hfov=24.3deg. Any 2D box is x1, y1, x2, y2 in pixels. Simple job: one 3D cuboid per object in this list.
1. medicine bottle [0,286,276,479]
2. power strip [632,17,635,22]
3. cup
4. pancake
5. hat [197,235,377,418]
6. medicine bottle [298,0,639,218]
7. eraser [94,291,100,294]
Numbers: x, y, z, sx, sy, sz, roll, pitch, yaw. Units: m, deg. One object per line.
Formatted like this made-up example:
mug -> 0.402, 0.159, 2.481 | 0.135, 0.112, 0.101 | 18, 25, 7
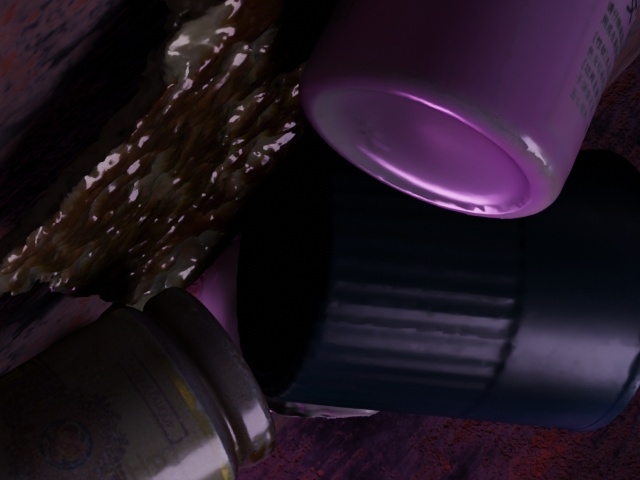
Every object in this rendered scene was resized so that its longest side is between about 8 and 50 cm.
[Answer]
medicine bottle -> -0.198, 0.168, 0.996 | 0.322, 0.151, 0.151 | -31, 165, -18
power strip -> 0.316, -0.265, 1.977 | 0.385, 0.091, 0.062 | -35, 162, -54
cup -> 0.102, 0.001, 1.219 | 0.242, 0.292, 0.308 | -124, -137, -61
pancake -> -0.094, -0.060, 1.014 | 0.305, 0.067, 0.427 | -46, 170, -6
hat -> 0.003, 0.004, 1.408 | 0.168, 0.258, 0.301 | 5, 110, -43
medicine bottle -> 0.120, -0.177, 0.955 | 0.178, 0.178, 0.290 | 102, 12, -71
eraser -> -0.149, -0.002, 1.135 | 0.099, 0.019, 0.027 | -52, 171, 4
